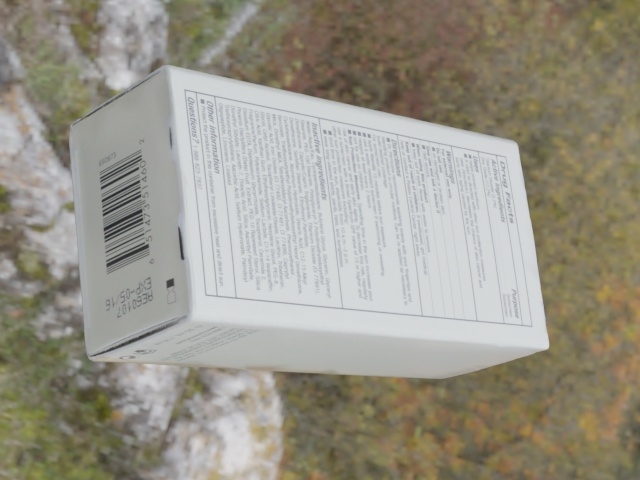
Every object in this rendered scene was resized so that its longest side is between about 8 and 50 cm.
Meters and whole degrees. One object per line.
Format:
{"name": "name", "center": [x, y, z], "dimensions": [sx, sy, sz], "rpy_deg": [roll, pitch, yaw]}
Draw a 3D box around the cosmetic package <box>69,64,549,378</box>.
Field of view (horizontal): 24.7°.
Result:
{"name": "cosmetic package", "center": [0.000, 0.000, 0.955], "dimensions": [0.309, 0.113, 0.160], "rpy_deg": [9, 67, -42]}
